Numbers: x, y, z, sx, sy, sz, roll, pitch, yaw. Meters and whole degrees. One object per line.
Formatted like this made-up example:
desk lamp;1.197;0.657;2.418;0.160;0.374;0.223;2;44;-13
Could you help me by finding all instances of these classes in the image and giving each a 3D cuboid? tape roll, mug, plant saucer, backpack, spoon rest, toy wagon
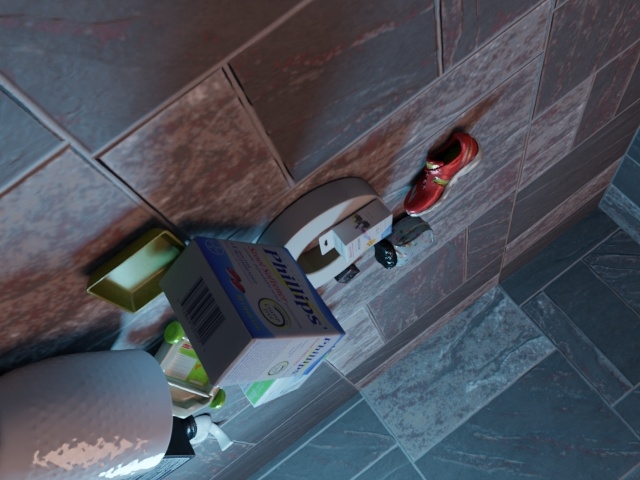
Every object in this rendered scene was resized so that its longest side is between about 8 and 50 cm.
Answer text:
tape roll;0.000;0.000;1.594;0.392;0.072;0.392;-32;155;-17
mug;-0.519;0.419;1.261;0.276;0.373;0.328;-9;170;41
plant saucer;-0.350;0.053;1.225;0.188;0.045;0.188;-37;156;-2
backpack;0.257;0.000;1.904;0.182;0.115;0.152;-35;154;-14
spoon rest;-0.427;0.702;2.256;0.137;0.084;0.276;-40;143;1
toy wagon;-0.302;0.289;1.585;0.267;0.068;0.344;37;81;-46

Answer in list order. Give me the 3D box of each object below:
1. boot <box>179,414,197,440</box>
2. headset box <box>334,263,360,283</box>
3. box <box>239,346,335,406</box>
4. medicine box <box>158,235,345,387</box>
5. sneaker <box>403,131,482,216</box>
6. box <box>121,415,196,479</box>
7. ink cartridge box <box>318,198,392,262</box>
boot;-0.523;0.659;1.994;0.207;0.094;0.246;-22;157;-41
headset box;0.079;0.102;1.935;0.062;0.032;0.083;-45;157;14
box;-0.120;0.417;2.102;0.231;0.126;0.262;-9;144;-51
medicine box;-0.138;0.142;1.274;0.289;0.263;0.149;7;130;-52
sneaker;0.316;-0.191;1.705;0.118;0.107;0.279;24;113;-43
box;-0.566;0.608;1.725;0.296;0.182;0.294;-35;155;3
ink cartridge box;0.089;-0.014;1.532;0.181;0.061;0.104;-34;155;-10
